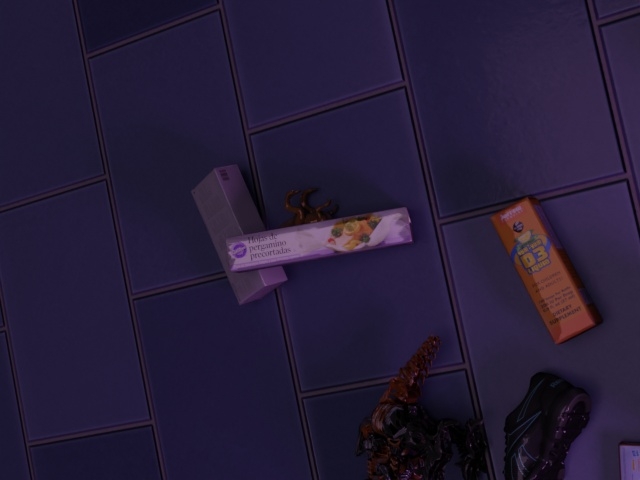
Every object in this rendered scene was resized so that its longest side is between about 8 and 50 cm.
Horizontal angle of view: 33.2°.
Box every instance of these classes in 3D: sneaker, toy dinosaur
[{"bbox_3d":[0.347,0.340,1.744,0.106,0.101,0.267,35,107,45],"label":"sneaker"},{"bbox_3d":[0.148,0.328,1.807,0.218,0.164,0.322,20,122,41],"label":"toy dinosaur"},{"bbox_3d":[-0.036,-0.033,1.934,0.211,0.064,0.112,-12,87,27],"label":"toy dinosaur"}]

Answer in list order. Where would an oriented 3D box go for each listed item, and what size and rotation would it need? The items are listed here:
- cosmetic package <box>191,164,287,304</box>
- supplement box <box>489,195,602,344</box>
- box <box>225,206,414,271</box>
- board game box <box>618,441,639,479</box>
[{"bbox_3d":[-0.151,-0.012,1.978,0.099,0.060,0.239,-35,75,46],"label":"cosmetic package"},{"bbox_3d":[0.362,0.047,1.727,0.078,0.080,0.233,-31,75,21],"label":"supplement box"},{"bbox_3d":[0.000,0.000,1.862,0.323,0.067,0.063,-10,84,9],"label":"box"},{"bbox_3d":[0.545,0.457,1.668,0.145,0.027,0.281,-3,89,28],"label":"board game box"}]
